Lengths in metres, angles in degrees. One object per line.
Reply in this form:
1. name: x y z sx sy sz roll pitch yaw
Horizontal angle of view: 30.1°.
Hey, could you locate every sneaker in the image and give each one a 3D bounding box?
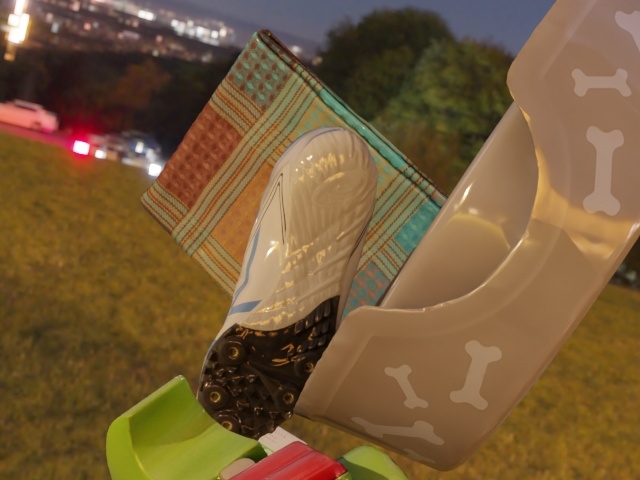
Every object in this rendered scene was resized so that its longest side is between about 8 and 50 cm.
1. sneaker: -0.023 0.033 0.849 0.085 0.237 0.086 22 0 -7

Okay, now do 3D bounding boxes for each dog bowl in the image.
1. dog bowl: 0.121 -0.012 0.731 0.102 0.349 0.349 34 10 6

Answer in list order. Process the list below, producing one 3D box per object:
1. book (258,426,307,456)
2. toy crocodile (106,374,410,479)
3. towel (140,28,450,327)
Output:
1. book: -0.091 0.211 1.026 0.096 0.035 0.144 29 55 19
2. toy crocodile: 0.018 0.144 0.451 0.115 0.105 0.340 -28 26 -20
3. towel: 0.000 0.000 1.226 0.370 0.271 0.040 44 31 8
